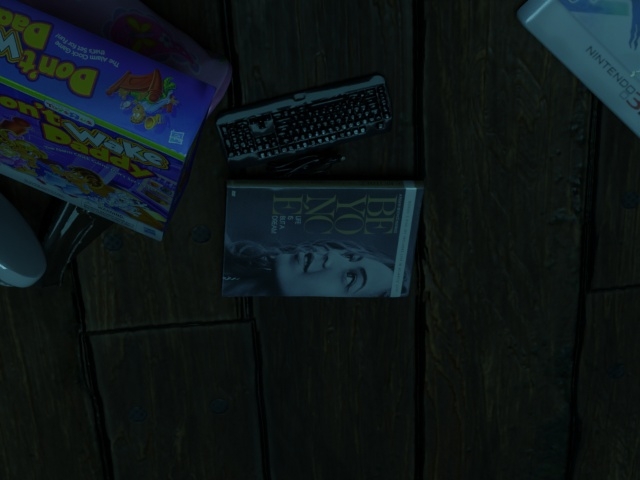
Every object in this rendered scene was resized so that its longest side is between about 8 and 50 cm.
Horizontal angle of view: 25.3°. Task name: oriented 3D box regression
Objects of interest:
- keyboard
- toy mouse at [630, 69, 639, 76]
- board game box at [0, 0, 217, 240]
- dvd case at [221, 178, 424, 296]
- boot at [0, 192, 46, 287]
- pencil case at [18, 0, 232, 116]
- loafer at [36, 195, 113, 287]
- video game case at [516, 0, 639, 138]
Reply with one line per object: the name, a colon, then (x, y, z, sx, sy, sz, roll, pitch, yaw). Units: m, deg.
keyboard: (-0.012, -0.112, 1.550, 0.192, 0.038, 0.100, -14, 122, 3)
toy mouse: (0.392, -0.201, 1.503, 0.143, 0.031, 0.161, -20, 122, 6)
board game box: (-0.286, -0.136, 1.354, 0.347, 0.078, 0.233, 23, 158, -3)
dvd case: (0.000, 0.000, 1.620, 0.221, 0.018, 0.165, 0, 130, -7)
boot: (-0.417, -0.018, 1.510, 0.258, 0.095, 0.123, 43, 119, -1)
pencil case: (-0.227, -0.201, 1.425, 0.284, 0.124, 0.124, 30, 114, -23)
loafer: (-0.250, -0.033, 1.545, 0.078, 0.080, 0.220, 21, 117, -18)
video game case: (0.426, -0.256, 1.512, 0.300, 0.036, 0.329, 38, 110, -26)
